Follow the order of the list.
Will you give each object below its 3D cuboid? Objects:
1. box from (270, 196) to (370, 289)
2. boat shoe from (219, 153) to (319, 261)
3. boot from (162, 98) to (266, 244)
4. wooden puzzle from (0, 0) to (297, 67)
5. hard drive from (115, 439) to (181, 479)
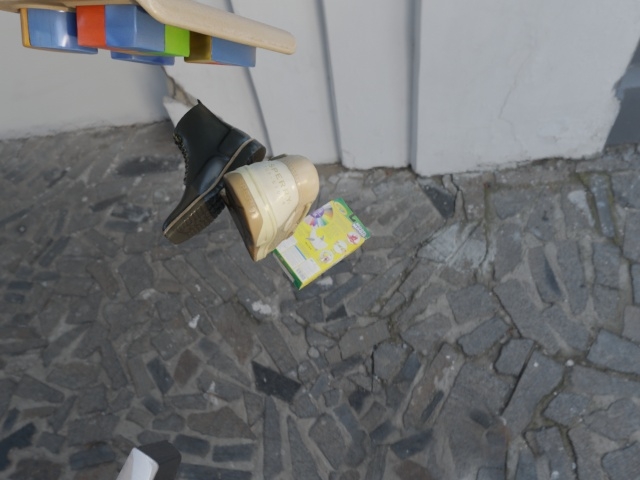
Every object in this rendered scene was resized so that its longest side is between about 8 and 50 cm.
[{"bbox_3d":[0.000,0.000,0.952,0.179,0.043,0.105,-33,80,-25],"label":"box"},{"bbox_3d":[-0.064,-0.044,0.647,0.098,0.302,0.109,-27,90,-11],"label":"boat shoe"},{"bbox_3d":[-0.196,-0.105,0.766,0.137,0.077,0.198,39,77,9],"label":"boot"},{"bbox_3d":[-0.253,-0.289,0.708,0.347,0.081,0.322,15,18,23],"label":"wooden puzzle"},{"bbox_3d":[-0.304,0.447,0.785,0.054,0.172,0.255,21,74,8],"label":"hard drive"}]
